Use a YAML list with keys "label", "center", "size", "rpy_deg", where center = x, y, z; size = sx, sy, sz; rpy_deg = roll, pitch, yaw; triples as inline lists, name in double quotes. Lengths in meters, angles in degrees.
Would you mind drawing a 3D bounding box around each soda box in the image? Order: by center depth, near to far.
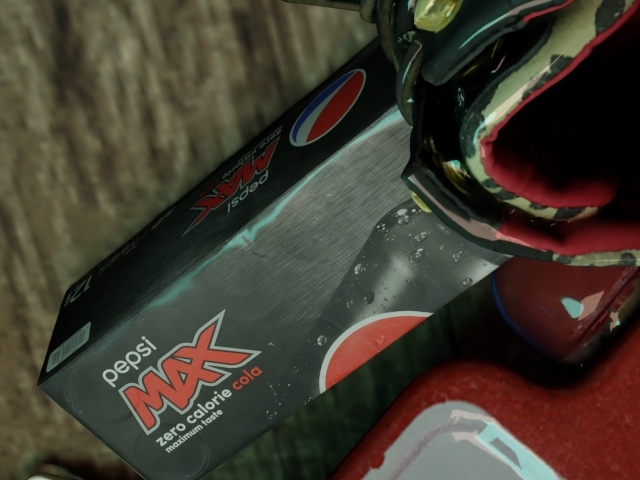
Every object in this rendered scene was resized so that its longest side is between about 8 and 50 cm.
- label: "soda box"
  center: [0.000, 0.000, 0.514]
  size: [0.169, 0.053, 0.060]
  rpy_deg: [-37, 112, 23]

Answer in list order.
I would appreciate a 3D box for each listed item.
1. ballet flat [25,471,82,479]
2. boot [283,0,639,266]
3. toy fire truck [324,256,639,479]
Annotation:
- label: "ballet flat"
  center: [-0.110, 0.099, 0.590]
  size: [0.168, 0.057, 0.052]
  rpy_deg: [6, 94, -4]
- label: "boot"
  center: [0.010, -0.070, 0.396]
  size: [0.236, 0.179, 0.085]
  rpy_deg: [2, 121, 1]
- label: "toy fire truck"
  center: [0.112, 0.120, 0.494]
  size: [0.254, 0.169, 0.302]
  rpy_deg: [40, 85, 4]
